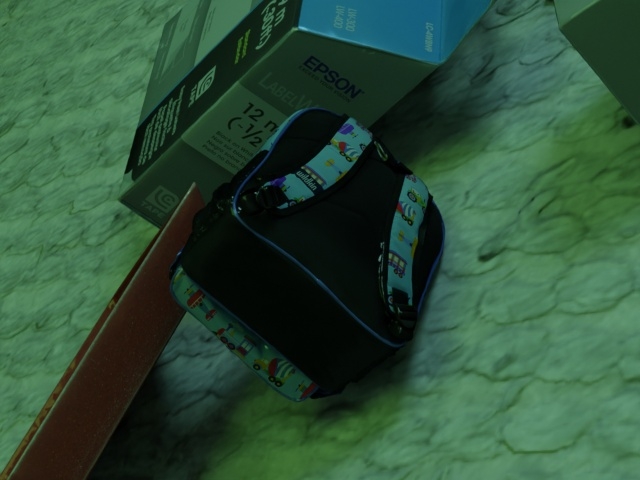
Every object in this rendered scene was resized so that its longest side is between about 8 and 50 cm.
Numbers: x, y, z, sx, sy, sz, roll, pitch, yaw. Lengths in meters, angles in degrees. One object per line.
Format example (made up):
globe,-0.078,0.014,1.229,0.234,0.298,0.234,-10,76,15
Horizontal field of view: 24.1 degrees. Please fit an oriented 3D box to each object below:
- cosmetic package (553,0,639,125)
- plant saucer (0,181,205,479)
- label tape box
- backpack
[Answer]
cosmetic package,0.261,-0.192,0.923,0.238,0.107,0.127,-34,29,27
plant saucer,-0.165,0.111,1.080,0.259,0.048,0.258,-60,7,-28
label tape box,-0.006,-0.179,1.202,0.348,0.115,0.249,-41,27,36
backpack,0.000,0.000,1.010,0.117,0.158,0.173,-43,11,37
